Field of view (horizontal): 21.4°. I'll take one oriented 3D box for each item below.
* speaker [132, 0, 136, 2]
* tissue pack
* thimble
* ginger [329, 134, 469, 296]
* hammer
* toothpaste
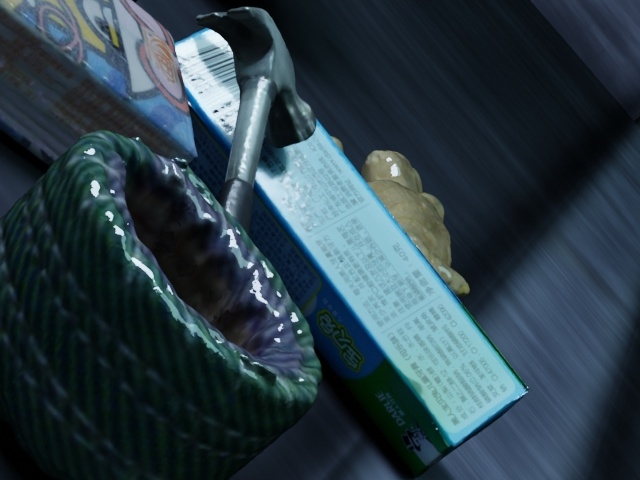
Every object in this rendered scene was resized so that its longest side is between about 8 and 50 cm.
[{"bbox_3d":[-0.181,-0.205,0.959,0.218,0.044,0.082,25,29,-54],"label":"speaker"},{"bbox_3d":[-0.134,-0.097,0.808,0.155,0.065,0.116,37,23,-33],"label":"tissue pack"},{"bbox_3d":[-0.070,0.033,0.640,0.135,0.090,0.118,56,18,22],"label":"thimble"},{"bbox_3d":[0.031,-0.016,1.056,0.149,0.065,0.259,42,20,-15],"label":"ginger"},{"bbox_3d":[-0.043,-0.015,0.788,0.246,0.029,0.103,-80,156,-45],"label":"hammer"},{"bbox_3d":[0.000,0.000,0.916,0.065,0.050,0.267,-30,77,-38],"label":"toothpaste"}]
